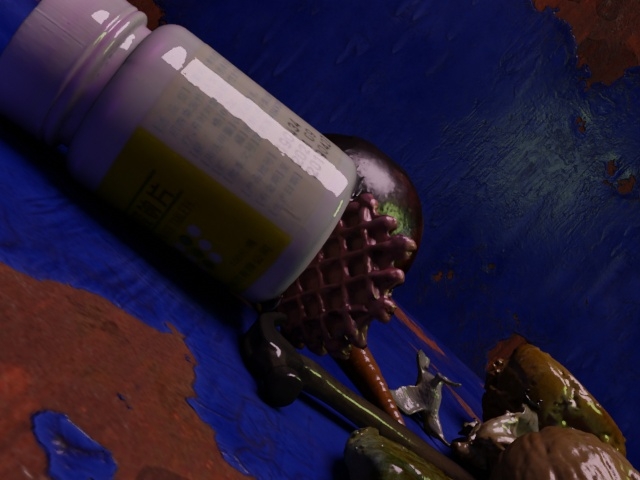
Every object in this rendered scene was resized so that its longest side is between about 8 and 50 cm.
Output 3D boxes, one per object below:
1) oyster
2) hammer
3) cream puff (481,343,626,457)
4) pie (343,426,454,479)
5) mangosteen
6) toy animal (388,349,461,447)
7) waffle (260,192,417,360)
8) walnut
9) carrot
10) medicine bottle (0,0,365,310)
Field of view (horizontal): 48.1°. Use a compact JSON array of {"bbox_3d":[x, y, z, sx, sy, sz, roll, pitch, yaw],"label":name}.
[{"bbox_3d":[0.293,0.310,1.063,0.337,0.197,0.133,48,41,-57],"label":"oyster"},{"bbox_3d":[0.075,0.227,0.847,0.440,0.044,0.168,41,6,-28],"label":"hammer"},{"bbox_3d":[0.472,0.395,1.521,0.343,0.231,0.327,48,6,-39],"label":"cream puff"},{"bbox_3d":[0.127,0.271,0.653,0.277,0.078,0.277,45,4,-4],"label":"pie"},{"bbox_3d":[0.000,0.000,1.144,0.305,0.360,0.306,17,-22,7],"label":"mangosteen"},{"bbox_3d":[0.182,0.257,1.166,0.155,0.095,0.219,41,3,37],"label":"toy animal"},{"bbox_3d":[0.011,0.037,0.923,0.234,0.221,0.055,37,7,40],"label":"waffle"},{"bbox_3d":[0.291,0.331,0.838,0.213,0.213,0.213,43,5,-4],"label":"walnut"},{"bbox_3d":[0.077,0.210,1.038,0.048,0.048,0.216,39,12,-41],"label":"carrot"},{"bbox_3d":[-0.155,-0.110,0.817,0.378,0.214,0.213,36,6,-12],"label":"medicine bottle"}]
